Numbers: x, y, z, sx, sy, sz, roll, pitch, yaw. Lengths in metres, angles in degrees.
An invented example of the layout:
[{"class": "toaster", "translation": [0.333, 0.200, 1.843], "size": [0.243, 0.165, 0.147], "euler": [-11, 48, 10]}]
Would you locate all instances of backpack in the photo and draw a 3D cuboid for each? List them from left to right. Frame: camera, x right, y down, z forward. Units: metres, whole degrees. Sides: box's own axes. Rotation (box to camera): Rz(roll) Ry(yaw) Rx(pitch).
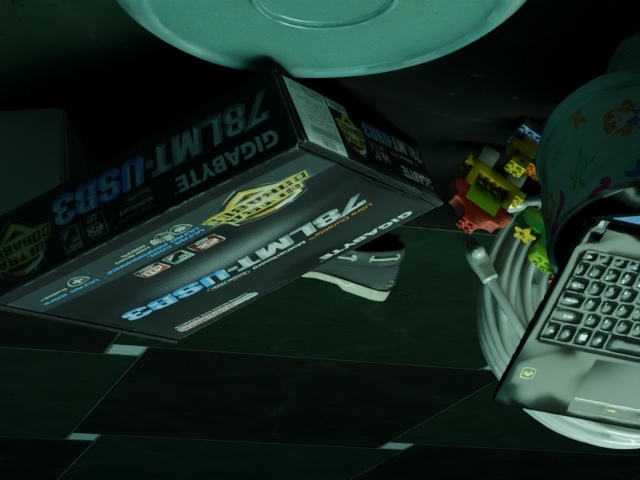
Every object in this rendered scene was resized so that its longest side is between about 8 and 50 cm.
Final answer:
[{"class": "backpack", "translation": [0.291, -0.055, 1.247], "size": [0.254, 0.191, 0.225], "euler": [-8, 156, -1]}]

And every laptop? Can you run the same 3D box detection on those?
[{"class": "laptop", "translation": [0.289, 0.069, 1.139], "size": [0.234, 0.136, 0.264], "euler": [13, 120, -20]}]

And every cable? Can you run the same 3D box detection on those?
[{"class": "cable", "translation": [0.268, 0.066, 1.492], "size": [0.257, 0.257, 0.089], "euler": [-13, 165, -10]}]

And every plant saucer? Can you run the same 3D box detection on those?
[{"class": "plant saucer", "translation": [0.003, -0.180, 1.098], "size": [0.318, 0.043, 0.317], "euler": [-2, 161, -1]}]

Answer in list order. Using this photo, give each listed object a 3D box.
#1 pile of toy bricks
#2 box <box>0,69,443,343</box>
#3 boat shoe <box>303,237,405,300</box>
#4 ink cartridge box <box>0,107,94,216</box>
[{"class": "pile of toy bricks", "translation": [0.212, -0.004, 1.391], "size": [0.212, 0.105, 0.118], "euler": [35, 148, -3]}, {"class": "box", "translation": [-0.084, -0.016, 1.341], "size": [0.296, 0.073, 0.293], "euler": [-26, 160, 18]}, {"class": "boat shoe", "translation": [0.000, 0.000, 1.616], "size": [0.206, 0.075, 0.065], "euler": [21, 108, -37]}, {"class": "ink cartridge box", "translation": [-0.283, -0.024, 1.432], "size": [0.172, 0.100, 0.237], "euler": [-4, 161, 2]}]
